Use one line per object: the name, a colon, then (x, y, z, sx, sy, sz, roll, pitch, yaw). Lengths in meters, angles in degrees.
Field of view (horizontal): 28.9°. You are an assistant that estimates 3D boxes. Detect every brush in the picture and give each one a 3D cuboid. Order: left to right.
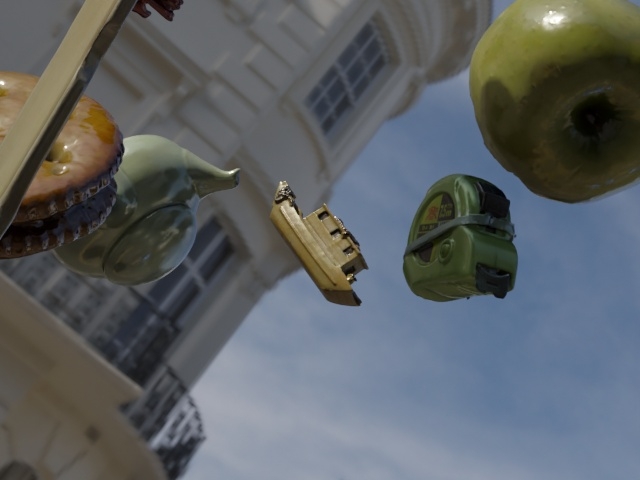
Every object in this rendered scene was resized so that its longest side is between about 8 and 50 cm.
brush: (-0.134, -0.128, 0.790, 0.050, 0.321, 0.060, 35, -9, -38)

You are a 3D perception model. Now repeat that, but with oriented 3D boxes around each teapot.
teapot: (-0.257, -0.028, 1.498, 0.149, 0.318, 0.220, 47, -64, 20)

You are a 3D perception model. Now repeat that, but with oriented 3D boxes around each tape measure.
tape measure: (0.161, 0.000, 1.434, 0.087, 0.154, 0.177, 17, -16, -25)

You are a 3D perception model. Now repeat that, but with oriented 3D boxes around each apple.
apple: (0.310, -0.187, 1.517, 0.279, 0.279, 0.279, 28, -28, 17)

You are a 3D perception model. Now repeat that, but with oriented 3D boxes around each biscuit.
biscuit: (-0.260, -0.063, 0.950, 0.220, 0.220, 0.066, 26, -56, 20)

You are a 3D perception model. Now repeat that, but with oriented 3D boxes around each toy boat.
toy boat: (0.000, 0.000, 1.611, 0.200, 0.077, 0.057, 54, -3, 31)
